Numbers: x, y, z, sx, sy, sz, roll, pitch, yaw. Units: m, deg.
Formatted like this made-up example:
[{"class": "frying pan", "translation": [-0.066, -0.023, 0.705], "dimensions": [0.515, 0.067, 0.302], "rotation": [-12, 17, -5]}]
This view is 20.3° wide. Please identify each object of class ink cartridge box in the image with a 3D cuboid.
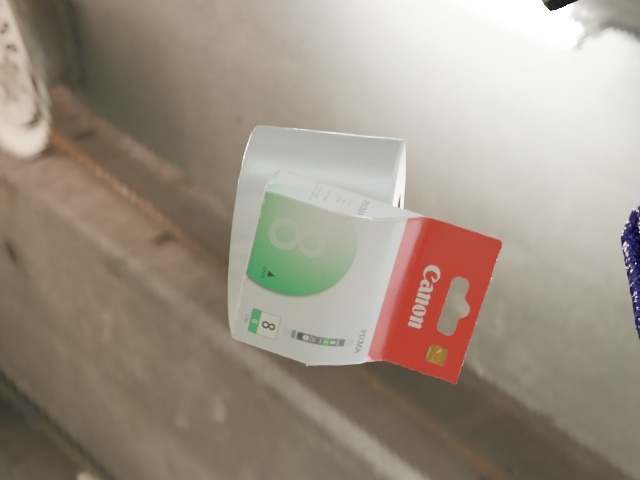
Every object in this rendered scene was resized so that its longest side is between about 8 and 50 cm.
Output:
[{"class": "ink cartridge box", "translation": [0.040, 0.047, 1.693], "dimensions": [0.224, 0.056, 0.181], "rotation": [19, -56, 7]}]

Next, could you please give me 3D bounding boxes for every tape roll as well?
[{"class": "tape roll", "translation": [0.000, 0.000, 1.984], "dimensions": [0.246, 0.169, 0.246], "rotation": [7, 90, -84]}]

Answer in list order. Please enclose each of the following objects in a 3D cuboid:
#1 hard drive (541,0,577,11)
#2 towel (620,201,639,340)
[{"class": "hard drive", "translation": [0.211, -0.265, 1.473], "dimensions": [0.022, 0.094, 0.135], "rotation": [36, 35, -56]}, {"class": "towel", "translation": [0.428, 0.085, 1.653], "dimensions": [0.076, 0.308, 0.228], "rotation": [-55, -162, 30]}]
